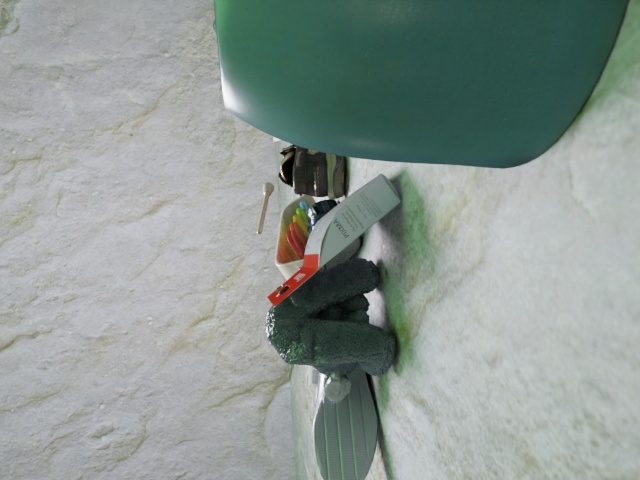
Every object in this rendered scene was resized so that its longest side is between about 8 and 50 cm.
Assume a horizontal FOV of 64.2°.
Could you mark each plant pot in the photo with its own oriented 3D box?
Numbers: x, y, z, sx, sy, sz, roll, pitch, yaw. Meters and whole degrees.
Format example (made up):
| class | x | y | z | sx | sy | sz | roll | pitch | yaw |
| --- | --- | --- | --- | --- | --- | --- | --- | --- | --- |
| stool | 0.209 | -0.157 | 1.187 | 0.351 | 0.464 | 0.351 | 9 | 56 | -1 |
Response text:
| class | x | y | z | sx | sy | sz | roll | pitch | yaw |
| --- | --- | --- | --- | --- | --- | --- | --- | --- | --- |
| plant pot | 0.035 | -0.197 | 0.393 | 0.293 | 0.234 | 0.294 | 176 | 90 | -81 |

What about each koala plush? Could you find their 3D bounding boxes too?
| class | x | y | z | sx | sy | sz | roll | pitch | yaw |
| --- | --- | --- | --- | --- | --- | --- | --- | --- | --- |
| koala plush | 0.018 | 0.171 | 0.900 | 0.221 | 0.203 | 0.196 | 78 | -177 | -57 |

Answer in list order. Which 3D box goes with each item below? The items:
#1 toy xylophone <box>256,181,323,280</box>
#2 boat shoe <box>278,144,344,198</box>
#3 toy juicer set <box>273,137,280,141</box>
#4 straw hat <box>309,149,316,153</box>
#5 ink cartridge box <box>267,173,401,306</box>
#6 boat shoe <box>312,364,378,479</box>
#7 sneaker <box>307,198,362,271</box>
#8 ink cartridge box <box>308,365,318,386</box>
| class | x | y | z | sx | sy | sz | roll | pitch | yaw |
| --- | --- | --- | --- | --- | --- | --- | --- | --- | --- |
| toy xylophone | -0.051 | -0.004 | 1.175 | 0.236 | 0.081 | 0.323 | 55 | -162 | -37 |
| boat shoe | -0.035 | -0.192 | 1.197 | 0.355 | 0.130 | 0.133 | -117 | 24 | -69 |
| toy juicer set | -0.056 | -0.409 | 1.429 | 0.209 | 0.089 | 0.329 | -130 | 43 | -54 |
| straw hat | 0.046 | -0.186 | 0.882 | 0.061 | 0.144 | 0.144 | 41 | 160 | 9 |
| ink cartridge box | 0.000 | 0.000 | 0.783 | 0.066 | 0.232 | 0.189 | 55 | 171 | -3 |
| boat shoe | 0.050 | 0.315 | 1.003 | 0.119 | 0.120 | 0.336 | 83 | -172 | -54 |
| sneaker | 0.023 | -0.031 | 1.038 | 0.226 | 0.086 | 0.164 | 101 | 160 | -63 |
| ink cartridge box | 0.005 | 0.282 | 1.491 | 0.225 | 0.056 | 0.181 | -73 | -14 | -58 |
